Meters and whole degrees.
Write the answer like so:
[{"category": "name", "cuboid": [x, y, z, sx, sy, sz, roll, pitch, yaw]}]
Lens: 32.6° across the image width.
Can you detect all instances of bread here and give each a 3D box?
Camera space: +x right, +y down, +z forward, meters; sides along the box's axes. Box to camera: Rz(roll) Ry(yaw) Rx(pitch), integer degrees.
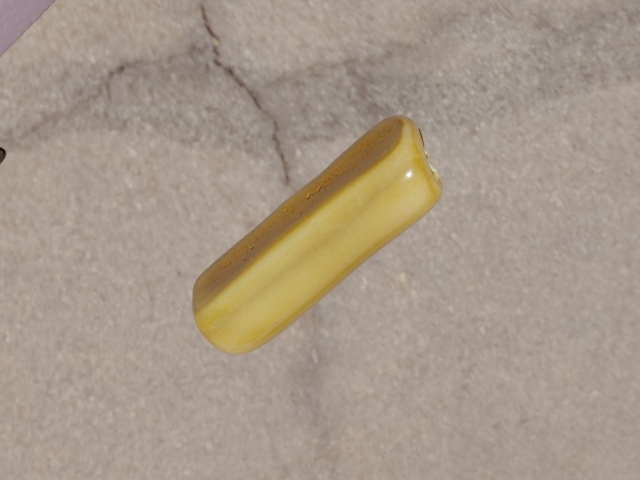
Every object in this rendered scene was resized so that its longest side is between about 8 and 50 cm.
[{"category": "bread", "cuboid": [0.000, 0.000, 0.880, 0.239, 0.092, 0.074, -39, 115, 16]}]

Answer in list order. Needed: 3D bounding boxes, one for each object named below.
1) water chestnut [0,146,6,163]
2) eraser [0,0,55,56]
[{"category": "water chestnut", "cuboid": [-0.367, 0.033, 0.745, 0.347, 0.335, 0.335, -26, 125, -8]}, {"category": "eraser", "cuboid": [-0.302, -0.285, 0.836, 0.272, 0.122, 0.359, 41, 81, 6]}]
